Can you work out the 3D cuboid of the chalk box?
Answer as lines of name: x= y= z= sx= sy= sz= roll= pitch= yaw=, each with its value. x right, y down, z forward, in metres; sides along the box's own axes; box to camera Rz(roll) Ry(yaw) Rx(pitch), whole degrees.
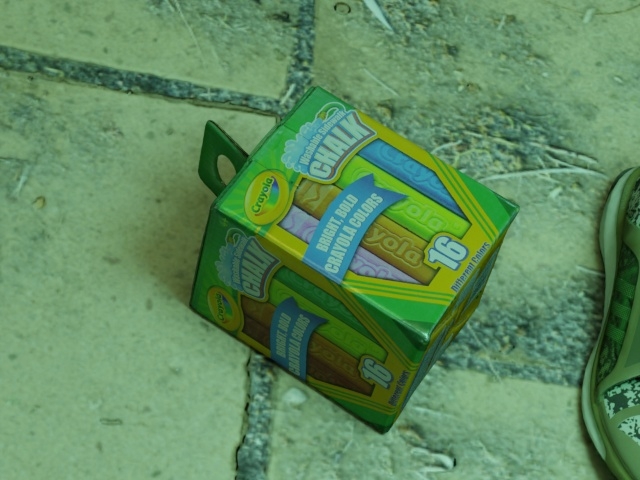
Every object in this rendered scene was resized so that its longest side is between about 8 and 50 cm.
chalk box: x=0.000 y=0.000 z=1.565 sx=0.289 sy=0.180 sz=0.179 roll=31 pitch=57 yaw=11

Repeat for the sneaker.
sneaker: x=0.335 y=0.058 z=1.587 sx=0.158 sy=0.182 sz=0.410 roll=6 pitch=56 yaw=-5
